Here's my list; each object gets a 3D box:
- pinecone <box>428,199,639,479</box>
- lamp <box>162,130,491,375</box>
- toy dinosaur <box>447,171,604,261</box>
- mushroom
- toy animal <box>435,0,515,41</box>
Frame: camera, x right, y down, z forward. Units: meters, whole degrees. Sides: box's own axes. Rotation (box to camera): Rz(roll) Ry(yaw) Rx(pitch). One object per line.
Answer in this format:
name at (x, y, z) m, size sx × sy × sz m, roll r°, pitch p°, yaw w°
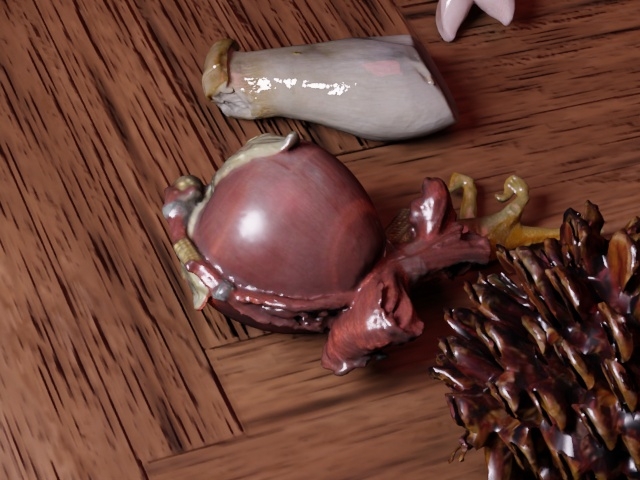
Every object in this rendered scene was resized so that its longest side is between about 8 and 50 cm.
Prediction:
pinecone at (0.178, 0.090, 1.200) m, size 0.221 × 0.221 × 0.221 m, roll 6°, pitch 47°, yaw -7°
lamp at (-0.008, 0.004, 1.285) m, size 0.223 × 0.151 × 0.215 m, roll 45°, pitch 48°, yaw -7°
toy dinosaur at (0.145, 0.004, 1.387) m, size 0.162 × 0.039 × 0.126 m, roll 24°, pitch 58°, yaw 6°
mushroom at (0.010, -0.131, 1.448) m, size 0.225 × 0.093 × 0.116 m, roll -7°, pitch 35°, yaw -6°
toy animal at (0.126, -0.298, 1.599) m, size 0.124 × 0.124 × 0.212 m, roll -8°, pitch 47°, yaw -19°
